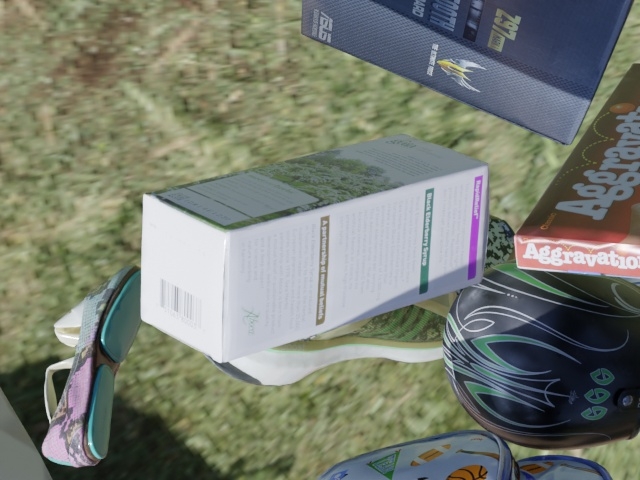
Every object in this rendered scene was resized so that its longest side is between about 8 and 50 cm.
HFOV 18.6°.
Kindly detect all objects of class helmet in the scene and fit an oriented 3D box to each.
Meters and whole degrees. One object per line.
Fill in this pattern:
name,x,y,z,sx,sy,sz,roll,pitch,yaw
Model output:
helmet,0.180,0.090,1.577,0.161,0.169,0.169,9,99,-4

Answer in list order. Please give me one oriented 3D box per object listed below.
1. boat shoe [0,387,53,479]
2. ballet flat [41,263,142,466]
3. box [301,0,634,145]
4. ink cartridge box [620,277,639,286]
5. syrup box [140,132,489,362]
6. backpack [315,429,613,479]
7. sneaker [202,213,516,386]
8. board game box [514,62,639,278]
boat shoe,-0.193,0.098,0.716,0.340,0.158,0.127,-120,32,-40
ballet flat,-0.231,0.119,1.931,0.079,0.077,0.221,1,61,19
box,0.083,-0.148,1.096,0.183,0.233,0.059,23,74,5
ink cartridge box,0.309,0.062,1.876,0.212,0.154,0.093,-6,137,-15
syrup box,0.000,0.000,1.323,0.093,0.237,0.096,24,119,45
backpack,0.103,0.253,1.352,0.263,0.276,0.213,-14,121,23
sneaker,0.068,0.022,1.891,0.158,0.410,0.182,55,135,20
board game box,0.240,-0.052,1.297,0.145,0.281,0.027,3,119,24
